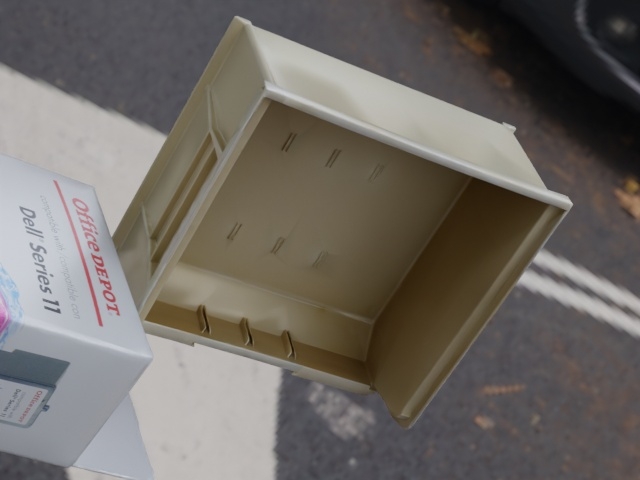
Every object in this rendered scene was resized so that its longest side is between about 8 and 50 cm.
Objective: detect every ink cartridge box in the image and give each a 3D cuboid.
[{"bbox_3d":[-0.250,0.028,1.086,0.353,0.119,0.207,21,28,-36],"label":"ink cartridge box"}]

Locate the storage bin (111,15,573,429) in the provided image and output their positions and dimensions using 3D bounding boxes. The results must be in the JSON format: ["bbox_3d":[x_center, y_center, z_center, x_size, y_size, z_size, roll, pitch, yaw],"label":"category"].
[{"bbox_3d":[0.000,0.000,1.204,0.262,0.260,0.123,18,29,-27],"label":"storage bin"}]
